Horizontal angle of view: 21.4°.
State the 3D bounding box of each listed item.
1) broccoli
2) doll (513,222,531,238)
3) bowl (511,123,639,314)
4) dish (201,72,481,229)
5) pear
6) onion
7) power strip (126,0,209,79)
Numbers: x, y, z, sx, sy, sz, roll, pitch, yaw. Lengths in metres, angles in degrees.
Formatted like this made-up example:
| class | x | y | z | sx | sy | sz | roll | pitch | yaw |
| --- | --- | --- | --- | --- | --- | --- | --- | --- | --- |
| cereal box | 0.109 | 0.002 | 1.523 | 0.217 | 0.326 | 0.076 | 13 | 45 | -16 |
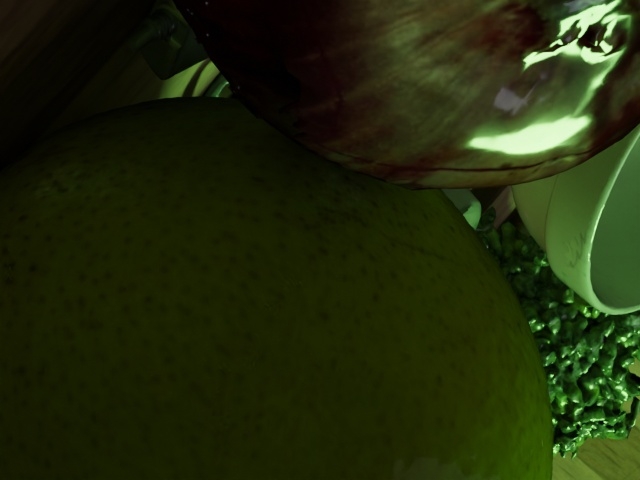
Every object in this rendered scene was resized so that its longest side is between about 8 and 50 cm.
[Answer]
| class | x | y | z | sx | sy | sz | roll | pitch | yaw |
| --- | --- | --- | --- | --- | --- | --- | --- | --- | --- |
| broccoli | 0.187 | 0.073 | 1.555 | 0.288 | 0.248 | 0.245 | -21 | -167 | 4 |
| doll | 0.253 | -0.019 | 1.701 | 0.138 | 0.119 | 0.293 | -73 | -174 | -54 |
| bowl | 0.255 | -0.098 | 1.346 | 0.287 | 0.144 | 0.287 | -33 | 145 | -28 |
| dish | 0.000 | 0.000 | 0.955 | 0.303 | 0.120 | 0.303 | -47 | 167 | -15 |
| pear | -0.036 | 0.075 | 0.717 | 0.294 | 0.294 | 0.294 | -46 | 165 | -16 |
| onion | 0.053 | -0.145 | 0.602 | 0.252 | 0.219 | 0.252 | -7 | 127 | -9 |
| power strip | -0.011 | -0.129 | 0.775 | 0.253 | 0.027 | 0.060 | -34 | 160 | -47 |
